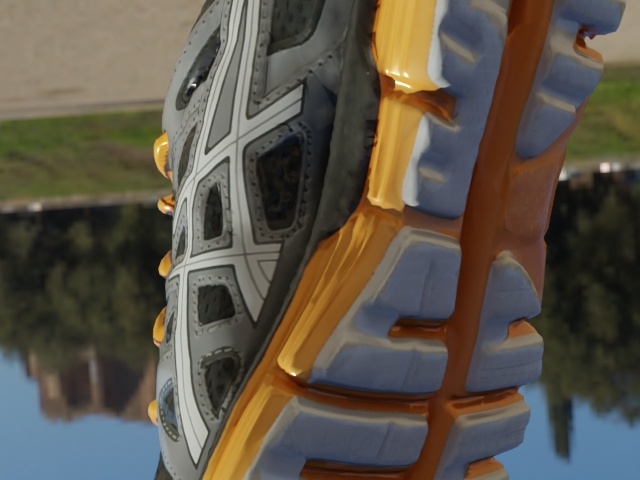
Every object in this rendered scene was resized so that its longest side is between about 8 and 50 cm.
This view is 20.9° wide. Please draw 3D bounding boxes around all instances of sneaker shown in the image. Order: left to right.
[{"bbox_3d":[0.000,0.000,0.373,0.083,0.214,0.084,21,-176,39],"label":"sneaker"}]
